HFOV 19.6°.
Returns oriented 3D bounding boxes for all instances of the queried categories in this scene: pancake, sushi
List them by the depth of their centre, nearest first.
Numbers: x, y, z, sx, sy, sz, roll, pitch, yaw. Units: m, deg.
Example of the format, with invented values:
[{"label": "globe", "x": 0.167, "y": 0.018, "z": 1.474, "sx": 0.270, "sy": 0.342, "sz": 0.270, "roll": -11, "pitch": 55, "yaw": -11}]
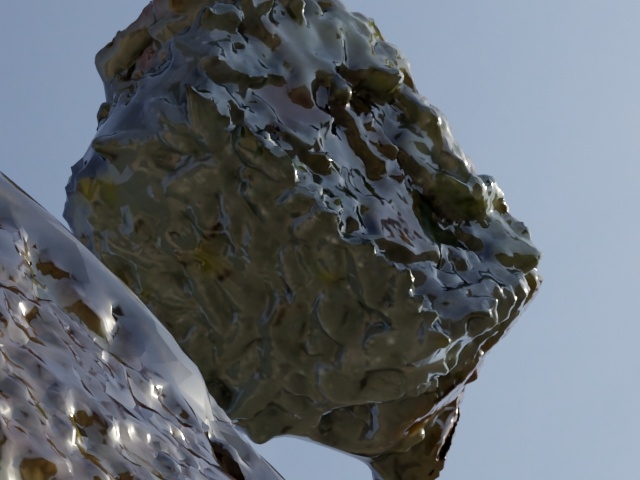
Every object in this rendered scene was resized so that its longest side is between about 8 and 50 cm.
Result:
[{"label": "pancake", "x": -0.055, "y": 0.064, "z": 0.374, "sx": 0.057, "sy": 0.244, "sz": 0.266, "roll": -43, "pitch": -61, "yaw": 12}, {"label": "sushi", "x": 0.000, "y": 0.000, "z": 0.867, "sx": 0.139, "sy": 0.274, "sz": 0.184, "roll": -41, "pitch": 0, "yaw": 35}]
